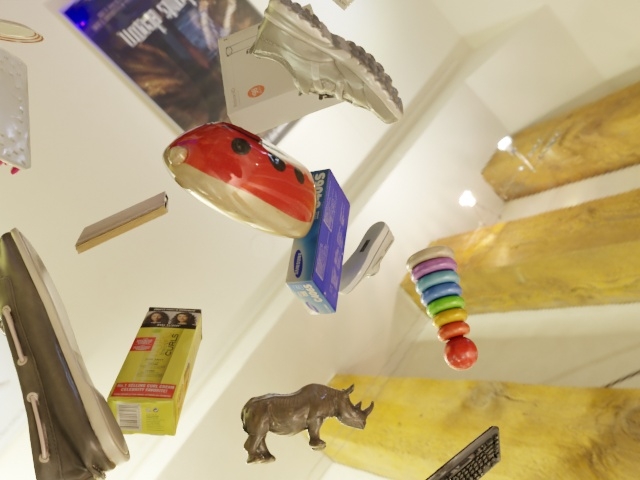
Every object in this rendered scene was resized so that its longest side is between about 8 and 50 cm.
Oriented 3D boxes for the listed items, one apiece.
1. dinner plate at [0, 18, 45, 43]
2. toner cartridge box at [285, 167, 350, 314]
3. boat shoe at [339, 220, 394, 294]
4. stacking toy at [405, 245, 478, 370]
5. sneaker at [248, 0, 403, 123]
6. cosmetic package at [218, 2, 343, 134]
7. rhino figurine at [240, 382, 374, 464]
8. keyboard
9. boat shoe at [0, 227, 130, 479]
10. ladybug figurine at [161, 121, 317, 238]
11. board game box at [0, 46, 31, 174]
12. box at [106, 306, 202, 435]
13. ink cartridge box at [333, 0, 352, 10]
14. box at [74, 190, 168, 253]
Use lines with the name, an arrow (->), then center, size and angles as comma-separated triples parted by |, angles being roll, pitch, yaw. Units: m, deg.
dinner plate -> -0.600, -0.402, 1.261 | 0.141, 0.141, 0.017 | -168, -98, -74
toner cartridge box -> 0.000, 0.000, 1.714 | 0.075, 0.165, 0.348 | -7, -127, 23
boat shoe -> 0.137, 0.064, 1.910 | 0.258, 0.084, 0.095 | -53, -150, -19
stacking toy -> 0.334, 0.186, 1.774 | 0.141, 0.141, 0.331 | -34, -122, 38
sneaker -> 0.013, -0.275, 1.084 | 0.115, 0.281, 0.105 | -49, -169, 28
cosmetic package -> -0.114, -0.455, 1.751 | 0.284, 0.097, 0.377 | -21, -134, 7
rhino figurine -> -0.018, 0.292, 1.095 | 0.243, 0.106, 0.073 | -7, 156, -21
keyboard -> 0.242, 0.511, 1.300 | 0.317, 0.202, 0.033 | -29, -139, -24
boat shoe -> -0.328, 0.128, 0.756 | 0.095, 0.335, 0.112 | -27, 155, -15
ladybug figurine -> -0.158, -0.144, 1.486 | 0.162, 0.305, 0.449 | -55, 149, 11
board game box -> -0.890, -0.383, 1.600 | 0.050, 0.390, 0.390 | -30, -123, 21
box -> -0.220, 0.171, 0.909 | 0.232, 0.087, 0.058 | -90, -177, -67
ink cartridge box -> 0.060, -0.690, 1.769 | 0.061, 0.104, 0.181 | -43, -170, 52
box -> -0.423, -0.043, 1.429 | 0.201, 0.021, 0.164 | -26, -161, -5
